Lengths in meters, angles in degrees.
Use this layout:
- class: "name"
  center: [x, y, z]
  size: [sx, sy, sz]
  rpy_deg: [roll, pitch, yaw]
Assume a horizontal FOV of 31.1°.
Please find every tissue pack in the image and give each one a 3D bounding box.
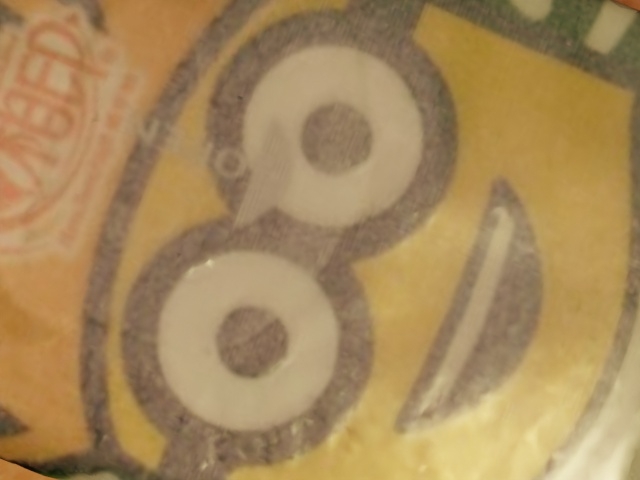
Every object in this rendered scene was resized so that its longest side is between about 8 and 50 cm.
- class: "tissue pack"
  center: [0.000, 0.000, 0.432]
  size: [0.310, 0.128, 0.228]
  rpy_deg: [21, 89, -6]
